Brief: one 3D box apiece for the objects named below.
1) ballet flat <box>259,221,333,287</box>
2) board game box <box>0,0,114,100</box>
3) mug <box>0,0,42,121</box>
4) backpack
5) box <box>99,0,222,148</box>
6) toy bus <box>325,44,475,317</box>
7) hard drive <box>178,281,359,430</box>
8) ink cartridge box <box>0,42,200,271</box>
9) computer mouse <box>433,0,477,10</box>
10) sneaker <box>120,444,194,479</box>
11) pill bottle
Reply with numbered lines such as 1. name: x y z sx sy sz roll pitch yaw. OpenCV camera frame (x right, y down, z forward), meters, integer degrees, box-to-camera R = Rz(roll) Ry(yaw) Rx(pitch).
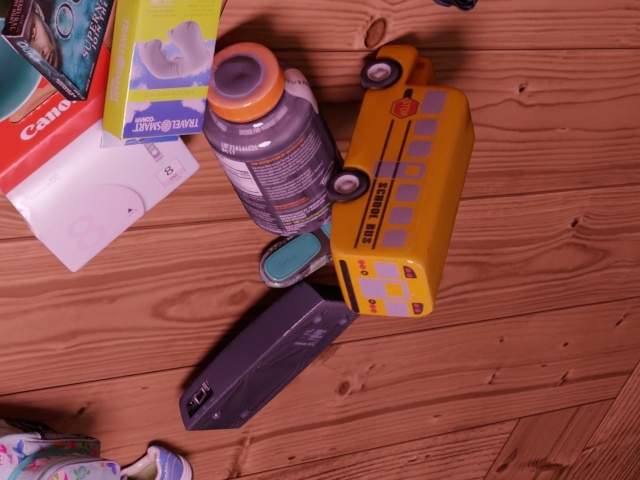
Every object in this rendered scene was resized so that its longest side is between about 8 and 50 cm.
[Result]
1. ballet flat: 0.000 0.000 2.299 0.188 0.070 0.070 -29 145 -15
2. board game box: -0.235 -0.241 1.696 0.126 0.026 0.186 47 50 -57
3. mug: -0.334 -0.192 1.692 0.129 0.097 0.158 -18 140 -30
4. backpack: -0.369 0.324 2.135 0.253 0.191 0.225 17 84 -54
5. box: -0.167 -0.178 1.885 0.109 0.042 0.178 -8 117 -40
6. toy bus: 0.092 -0.075 2.070 0.108 0.130 0.333 72 26 -47
7. hard drive: -0.065 0.149 2.360 0.254 0.054 0.172 -44 161 15
8. ink cartridge box: -0.252 -0.088 1.937 0.189 0.066 0.232 -40 151 -3
9. computer mouse: 0.193 -0.346 2.098 0.106 0.042 0.193 14 119 -51
10. sneaker: -0.268 0.354 2.422 0.211 0.080 0.081 -46 142 -10
11. pill bottle: -0.056 -0.117 2.029 0.130 0.130 0.246 -37 147 -7
